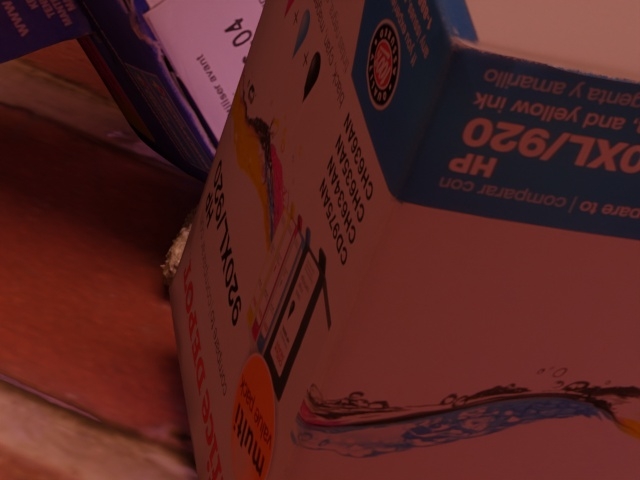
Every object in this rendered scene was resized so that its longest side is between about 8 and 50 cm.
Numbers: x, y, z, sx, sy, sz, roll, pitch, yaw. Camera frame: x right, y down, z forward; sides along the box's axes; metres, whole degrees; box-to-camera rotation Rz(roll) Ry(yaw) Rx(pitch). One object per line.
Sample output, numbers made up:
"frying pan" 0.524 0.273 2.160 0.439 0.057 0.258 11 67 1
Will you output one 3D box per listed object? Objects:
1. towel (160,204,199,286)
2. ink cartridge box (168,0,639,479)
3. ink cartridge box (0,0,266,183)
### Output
"towel" 0.000 0.000 0.828 0.110 0.027 0.148 21 27 7
"ink cartridge box" 0.064 -0.005 0.631 0.168 0.233 0.171 7 39 -17
"ink cartridge box" -0.009 -0.203 0.804 0.395 0.270 0.151 -36 27 -13
